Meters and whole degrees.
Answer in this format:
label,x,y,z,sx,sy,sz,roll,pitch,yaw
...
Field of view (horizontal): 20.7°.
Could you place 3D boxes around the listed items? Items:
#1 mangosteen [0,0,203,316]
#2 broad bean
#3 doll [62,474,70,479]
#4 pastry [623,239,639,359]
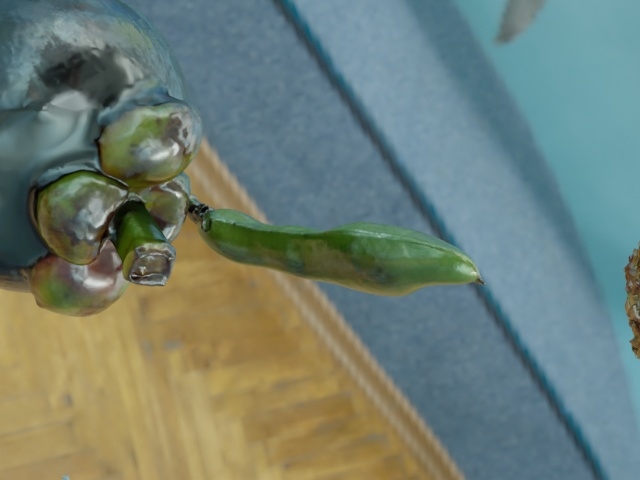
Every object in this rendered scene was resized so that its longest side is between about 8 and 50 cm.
label,x,y,z,sx,sy,sz,roll,pitch,yaw
mangosteen,-0.214,-0.066,1.473,0.302,0.275,0.275,46,13,31
broad bean,-0.003,0.007,1.571,0.067,0.325,0.075,-43,137,-52
doll,-0.169,0.221,1.240,0.057,0.039,0.114,29,49,-67
pastry,0.244,0.014,1.156,0.169,0.087,0.063,-69,148,-48
